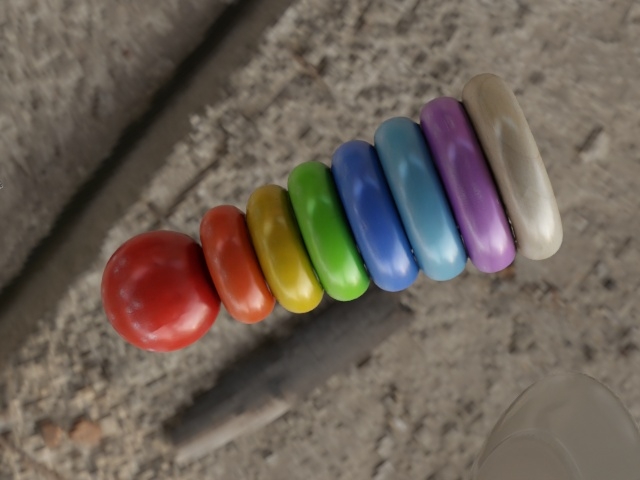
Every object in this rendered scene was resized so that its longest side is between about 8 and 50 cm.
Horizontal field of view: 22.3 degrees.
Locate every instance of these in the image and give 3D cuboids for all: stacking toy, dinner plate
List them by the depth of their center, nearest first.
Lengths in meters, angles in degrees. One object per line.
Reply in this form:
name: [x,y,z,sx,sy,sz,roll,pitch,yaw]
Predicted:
dinner plate: [0.073,0.114,0.561,0.017,0.141,0.141,11,107,-23]
stacking toy: [0.000,0.000,1.172,0.330,0.141,0.141,-21,117,3]

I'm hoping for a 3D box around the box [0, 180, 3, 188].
box: [-0.492,-0.200,1.738,0.073,0.293,0.295,-41,135,-33]
